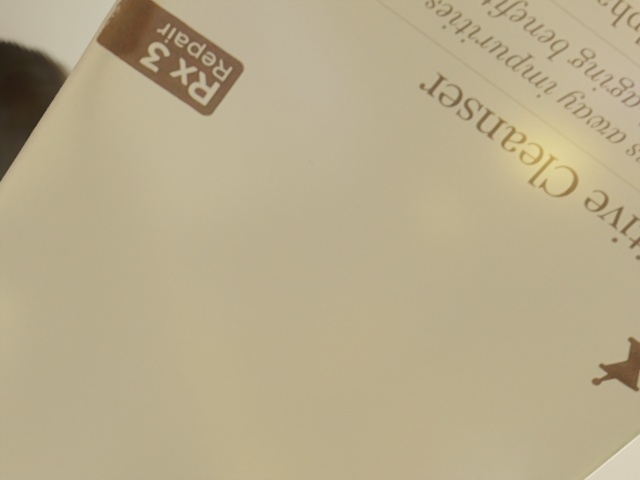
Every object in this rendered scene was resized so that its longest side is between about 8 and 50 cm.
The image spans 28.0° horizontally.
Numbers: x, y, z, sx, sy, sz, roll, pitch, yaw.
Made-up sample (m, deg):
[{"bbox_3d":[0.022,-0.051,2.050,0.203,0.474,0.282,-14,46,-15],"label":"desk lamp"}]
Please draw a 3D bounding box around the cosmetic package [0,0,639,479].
[{"bbox_3d":[0.000,0.000,0.462,0.217,0.385,0.156,33,31,-9],"label":"cosmetic package"}]
